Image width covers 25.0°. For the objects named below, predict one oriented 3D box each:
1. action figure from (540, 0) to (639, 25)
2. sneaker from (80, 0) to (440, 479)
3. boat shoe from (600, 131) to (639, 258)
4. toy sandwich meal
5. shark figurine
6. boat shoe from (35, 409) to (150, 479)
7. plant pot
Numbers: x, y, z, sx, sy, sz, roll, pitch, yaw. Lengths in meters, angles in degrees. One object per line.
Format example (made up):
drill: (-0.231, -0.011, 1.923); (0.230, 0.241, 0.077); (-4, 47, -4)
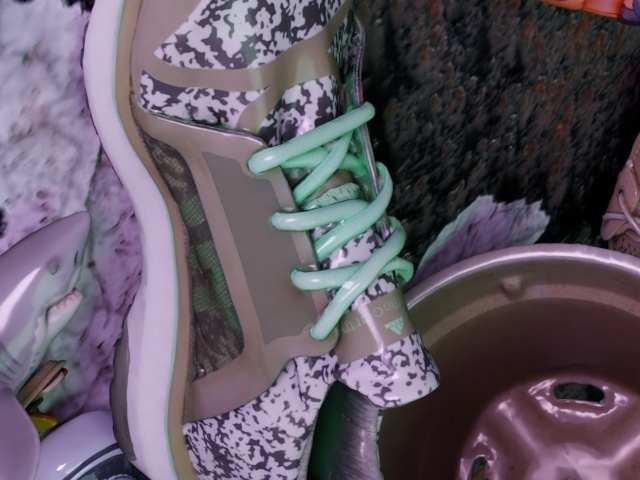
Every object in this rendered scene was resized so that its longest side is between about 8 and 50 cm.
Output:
action figure: (0.220, -0.163, 0.689); (0.341, 0.330, 0.178); (-40, 151, -17)
sneaker: (0.000, 0.000, 0.717); (0.158, 0.182, 0.410); (-31, 138, -35)
boat shoe: (0.297, -0.016, 1.195); (0.110, 0.122, 0.341); (-43, 152, -13)
toy sandwich meal: (-0.157, 0.100, 0.766); (0.085, 0.029, 0.085); (-48, -176, 4)
shark figurine: (-0.202, 0.110, 0.648); (0.116, 0.278, 0.166); (34, 133, -25)
boat shoe: (-0.127, 0.223, 0.913); (0.108, 0.102, 0.301); (-32, 147, -29)
plant pot: (0.190, 0.195, 1.144); (0.334, 0.334, 0.305); (-49, 163, -1)
